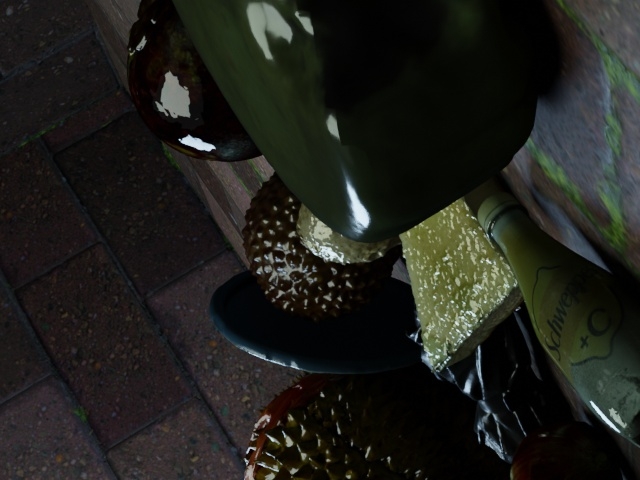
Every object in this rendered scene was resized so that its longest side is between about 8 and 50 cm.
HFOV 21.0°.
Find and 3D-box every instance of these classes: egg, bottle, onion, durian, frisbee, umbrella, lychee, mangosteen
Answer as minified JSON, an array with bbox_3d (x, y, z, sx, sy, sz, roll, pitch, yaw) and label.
[{"bbox_3d":[0.039,-0.033,1.837,0.116,0.140,0.118,59,-175,-26],"label":"egg"},{"bbox_3d":[0.199,0.052,1.357,0.270,0.083,0.083,54,171,44],"label":"bottle"},{"bbox_3d":[0.238,0.239,1.690,0.117,0.118,0.118,42,168,13],"label":"onion"},{"bbox_3d":[0.075,0.297,2.076,0.384,0.347,0.348,14,136,60],"label":"durian"},{"bbox_3d":[0.008,0.103,2.068,0.289,0.289,0.049,-133,44,-57],"label":"frisbee"},{"bbox_3d":[0.199,0.163,1.771,0.340,0.118,0.118,54,176,-34],"label":"umbrella"},{"bbox_3d":[0.000,0.000,2.004,0.200,0.200,0.238,58,142,8],"label":"lychee"},{"bbox_3d":[-0.064,-0.182,1.799,0.289,0.231,0.231,18,-161,-35],"label":"mangosteen"}]

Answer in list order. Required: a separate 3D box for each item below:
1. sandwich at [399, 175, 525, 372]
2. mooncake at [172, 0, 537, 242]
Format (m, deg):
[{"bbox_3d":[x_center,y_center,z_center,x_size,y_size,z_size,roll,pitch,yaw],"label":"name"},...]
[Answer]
[{"bbox_3d":[0.118,0.010,1.580,0.162,0.058,0.193,58,147,16],"label":"sandwich"},{"bbox_3d":[0.015,-0.176,1.295,0.351,0.187,0.351,53,169,16],"label":"mooncake"}]
